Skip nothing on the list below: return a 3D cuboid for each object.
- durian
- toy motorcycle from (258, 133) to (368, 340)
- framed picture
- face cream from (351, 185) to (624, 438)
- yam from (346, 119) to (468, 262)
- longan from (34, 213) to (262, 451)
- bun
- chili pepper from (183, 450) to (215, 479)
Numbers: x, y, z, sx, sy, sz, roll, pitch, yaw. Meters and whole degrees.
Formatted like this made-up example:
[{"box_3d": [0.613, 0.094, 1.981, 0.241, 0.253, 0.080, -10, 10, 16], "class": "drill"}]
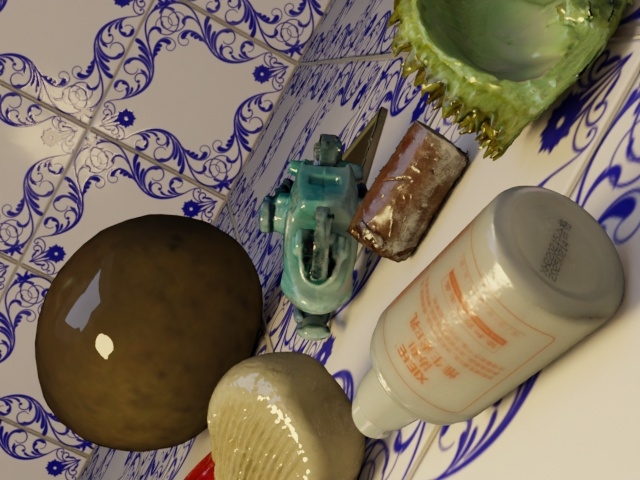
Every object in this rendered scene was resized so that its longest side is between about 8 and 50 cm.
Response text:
[{"box_3d": [0.184, -0.244, 0.856, 0.394, 0.163, 0.198, -60, 12, -18], "class": "durian"}, {"box_3d": [0.000, 0.000, 1.168, 0.260, 0.154, 0.206, -86, 2, -54], "class": "toy motorcycle"}, {"box_3d": [0.031, -0.070, 1.477, 0.184, 0.016, 0.250, -50, 17, 47], "class": "framed picture"}, {"box_3d": [0.090, 0.071, 0.664, 0.251, 0.101, 0.101, -51, 16, 46], "class": "face cream"}, {"box_3d": [0.092, -0.048, 1.006, 0.141, 0.079, 0.079, -59, 12, 14], "class": "yam"}, {"box_3d": [-0.270, 0.144, 1.551, 0.404, 0.336, 0.404, -43, -37, -45], "class": "longan"}, {"box_3d": [-0.024, 0.182, 0.872, 0.113, 0.166, 0.173, -15, -16, -40], "class": "bun"}, {"box_3d": [-0.173, 0.350, 1.328, 0.191, 0.050, 0.059, -52, 7, -7], "class": "chili pepper"}]
